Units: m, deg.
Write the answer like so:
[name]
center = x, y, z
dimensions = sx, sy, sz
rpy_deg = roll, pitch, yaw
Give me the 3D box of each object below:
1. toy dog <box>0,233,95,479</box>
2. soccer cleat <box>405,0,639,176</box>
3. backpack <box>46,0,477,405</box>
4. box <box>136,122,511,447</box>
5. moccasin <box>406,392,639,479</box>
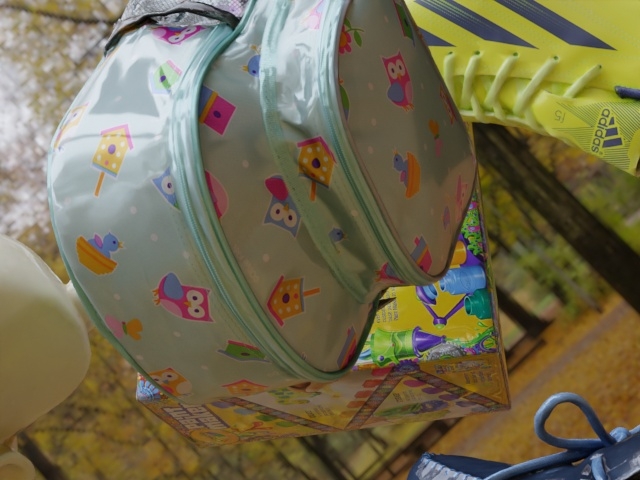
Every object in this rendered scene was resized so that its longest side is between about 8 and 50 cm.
[toy dog]
center = -0.430, 0.055, 1.102
dimensions = 0.395, 0.408, 0.284
rpy_deg = -51, -35, -15
[soccer cleat]
center = 0.139, -0.090, 0.661
dimensions = 0.093, 0.289, 0.121
rpy_deg = 59, -144, -54
[backpack]
center = -0.021, -0.029, 0.514
dimensions = 0.144, 0.166, 0.188
rpy_deg = -5, 39, 32
[box]
center = 0.000, 0.000, 1.018
dimensions = 0.279, 0.290, 0.177
rpy_deg = -8, -23, 8
[moccasin]
center = 0.193, 0.148, 0.638
dimensions = 0.138, 0.342, 0.116
rpy_deg = 8, -90, -48
